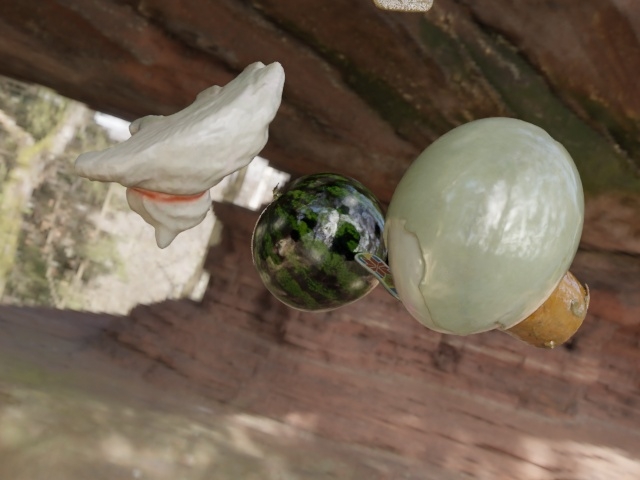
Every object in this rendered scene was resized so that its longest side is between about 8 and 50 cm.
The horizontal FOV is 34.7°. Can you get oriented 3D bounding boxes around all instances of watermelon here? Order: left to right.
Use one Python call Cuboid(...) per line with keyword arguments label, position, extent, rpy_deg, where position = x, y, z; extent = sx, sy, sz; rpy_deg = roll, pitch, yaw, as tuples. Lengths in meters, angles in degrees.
Cuboid(label="watermelon", position=(0.004, 0.004, 1.901), extent=(0.269, 0.269, 0.269), rpy_deg=(19, 2, -1))

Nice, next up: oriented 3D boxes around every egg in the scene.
Cuboid(label="egg", position=(0.229, -0.010, 1.502), extent=(0.278, 0.336, 0.278), rpy_deg=(30, -29, 18))

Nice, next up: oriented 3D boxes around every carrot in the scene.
Cuboid(label="carrot", position=(0.408, 0.090, 2.238), extent=(0.340, 0.224, 0.224), rpy_deg=(36, -7, -32))

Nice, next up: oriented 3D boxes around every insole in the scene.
Cuboid(label="insole", position=(0.125, 0.071, 1.722), extent=(0.065, 0.006, 0.193), rpy_deg=(-6, 34, -38))

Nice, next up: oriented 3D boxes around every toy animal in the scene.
Cuboid(label="toy animal", position=(-0.173, -0.136, 1.602), extent=(0.266, 0.188, 0.308), rpy_deg=(-11, 24, 45))

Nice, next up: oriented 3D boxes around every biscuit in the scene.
Cuboid(label="biscuit", position=(0.185, -0.550, 2.311), extent=(0.147, 0.071, 0.018), rpy_deg=(1, -11, -11))
